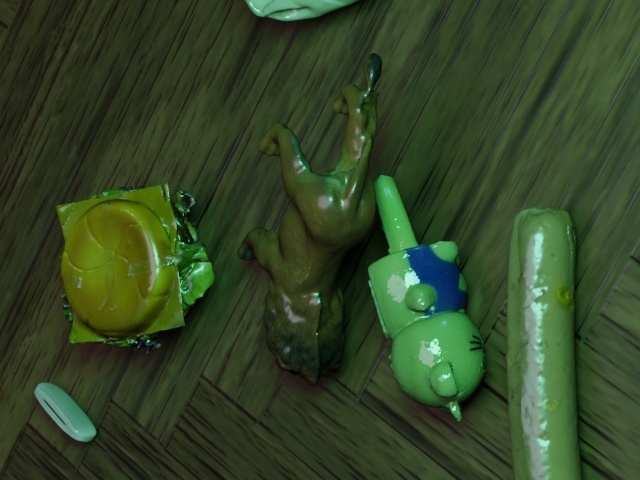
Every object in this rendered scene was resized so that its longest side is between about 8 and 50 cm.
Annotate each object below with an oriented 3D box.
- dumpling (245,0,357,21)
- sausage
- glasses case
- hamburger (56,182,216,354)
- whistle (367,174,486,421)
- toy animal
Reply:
[{"bbox_3d":[0.011,-0.277,1.808,0.169,0.100,0.134,-42,32,37],"label":"dumpling"},{"bbox_3d":[0.189,0.122,1.659,0.066,0.066,0.301,-7,81,35],"label":"sausage"},{"bbox_3d":[-0.257,0.173,1.991,0.083,0.032,0.021,44,109,29],"label":"glasses case"},{"bbox_3d":[-0.175,0.026,1.906,0.190,0.093,0.164,4,91,37],"label":"hamburger"},{"bbox_3d":[0.088,0.050,1.719,0.085,0.105,0.227,-16,72,1],"label":"whistle"},{"bbox_3d":[0.000,0.000,1.741,0.312,0.097,0.157,108,149,-48],"label":"toy animal"}]
